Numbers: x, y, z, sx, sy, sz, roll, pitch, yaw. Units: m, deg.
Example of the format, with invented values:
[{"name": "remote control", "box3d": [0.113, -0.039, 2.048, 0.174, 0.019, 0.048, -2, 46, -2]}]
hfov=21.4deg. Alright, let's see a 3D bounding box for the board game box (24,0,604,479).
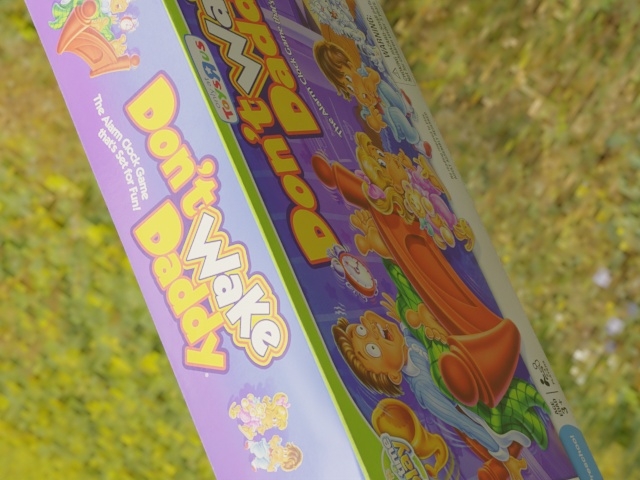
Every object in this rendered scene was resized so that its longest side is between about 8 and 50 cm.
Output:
[{"name": "board game box", "box3d": [0.000, 0.000, 0.884, 0.233, 0.078, 0.347, 2, -119, -58]}]
